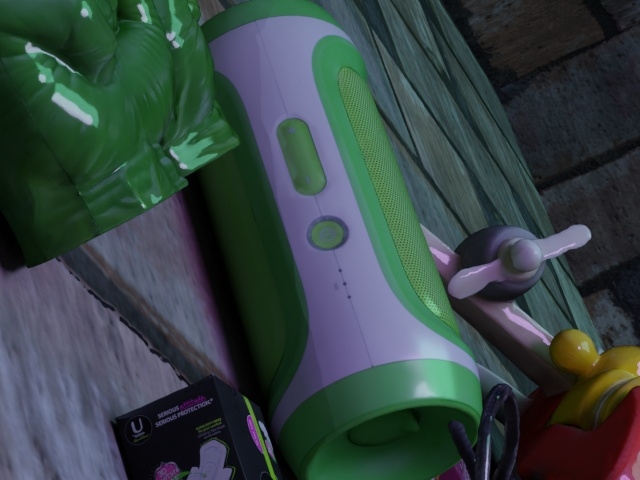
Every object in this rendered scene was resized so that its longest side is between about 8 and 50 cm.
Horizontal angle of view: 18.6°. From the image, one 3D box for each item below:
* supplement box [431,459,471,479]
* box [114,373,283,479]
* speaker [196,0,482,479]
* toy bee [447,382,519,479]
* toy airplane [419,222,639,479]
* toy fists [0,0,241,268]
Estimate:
[{"bbox_3d":[0.071,0.159,1.327,0.083,0.055,0.043,61,12,-15],"label":"supplement box"},{"bbox_3d":[-0.047,0.112,0.865,0.062,0.052,0.083,45,24,-63],"label":"box"},{"bbox_3d":[0.000,0.000,1.158,0.131,0.131,0.296,49,19,-56],"label":"speaker"},{"bbox_3d":[-0.022,0.203,0.602,0.195,0.162,0.298,61,33,-67],"label":"toy bee"},{"bbox_3d":[0.252,0.140,1.649,0.386,0.272,0.384,31,13,-48],"label":"toy airplane"},{"bbox_3d":[-0.106,-0.086,0.919,0.142,0.096,0.279,63,12,-6],"label":"toy fists"}]
